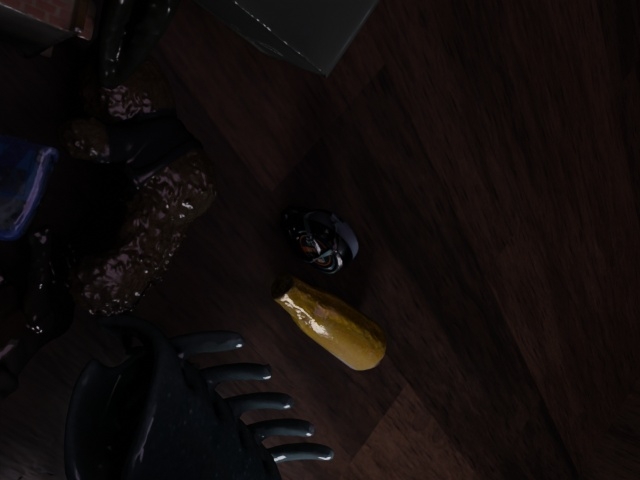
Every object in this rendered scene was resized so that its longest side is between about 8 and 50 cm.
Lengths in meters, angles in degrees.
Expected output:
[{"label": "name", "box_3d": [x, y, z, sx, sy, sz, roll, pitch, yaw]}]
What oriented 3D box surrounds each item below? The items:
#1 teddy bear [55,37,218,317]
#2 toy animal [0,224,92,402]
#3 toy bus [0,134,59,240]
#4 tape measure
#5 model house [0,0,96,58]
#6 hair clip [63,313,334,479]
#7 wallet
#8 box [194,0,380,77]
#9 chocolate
[{"label": "teddy bear", "box_3d": [-0.163, -0.061, 0.622, 0.129, 0.182, 0.251, -5, 91, -3]}, {"label": "toy animal", "box_3d": [-0.272, 0.076, 0.566, 0.148, 0.085, 0.232, 78, 26, -51]}, {"label": "toy bus", "box_3d": [-0.319, -0.060, 0.471, 0.237, 0.079, 0.094, 14, 91, -20]}, {"label": "tape measure", "box_3d": [0.002, 0.001, 0.846, 0.054, 0.094, 0.091, -46, 133, -29]}, {"label": "model house", "box_3d": [-0.288, -0.289, 0.422, 0.326, 0.169, 0.244, 14, 89, -50]}, {"label": "hair clip", "box_3d": [-0.144, 0.253, 0.688, 0.318, 0.392, 0.238, 59, 39, -39]}, {"label": "wallet", "box_3d": [-0.131, -0.256, 0.520, 0.052, 0.169, 0.245, 13, 71, -24]}, {"label": "box", "box_3d": [-0.051, -0.275, 0.651, 0.243, 0.163, 0.135, 27, 96, -47]}, {"label": "chocolate", "box_3d": [0.011, 0.107, 0.909, 0.219, 0.086, 0.085, 42, 76, -44]}]
